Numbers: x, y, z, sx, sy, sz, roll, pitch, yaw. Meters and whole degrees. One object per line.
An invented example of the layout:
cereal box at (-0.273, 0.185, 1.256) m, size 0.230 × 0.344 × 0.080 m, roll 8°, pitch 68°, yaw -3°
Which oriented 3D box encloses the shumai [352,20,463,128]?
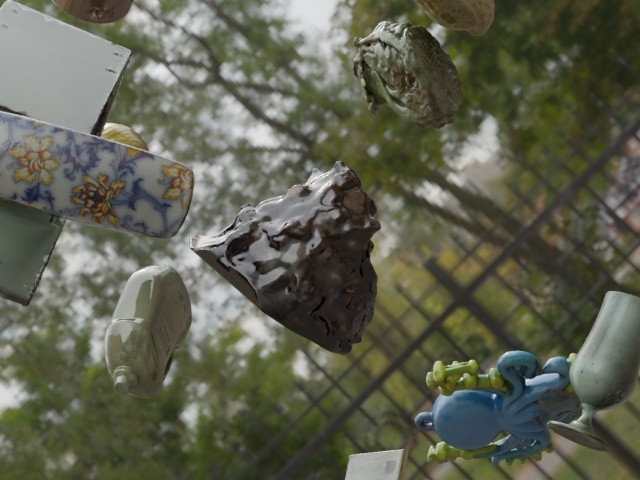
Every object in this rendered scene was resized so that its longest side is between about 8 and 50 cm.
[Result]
shumai at (0.115, -0.234, 1.915) m, size 0.142 × 0.184 × 0.184 m, roll -29°, pitch 1°, yaw 26°

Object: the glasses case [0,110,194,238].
glasses case at (-0.245, -0.064, 1.241) m, size 0.065 × 0.248 × 0.086 m, roll 101°, pitch -174°, yaw -77°

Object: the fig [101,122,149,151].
fig at (-0.343, -0.120, 2.039) m, size 0.143 × 0.160 × 0.230 m, roll -13°, pitch -16°, yaw 1°

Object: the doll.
doll at (0.330, 0.291, 2.328) m, size 0.341 × 0.098 × 0.346 m, roll -14°, pitch -42°, yaw 10°

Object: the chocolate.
chocolate at (0.000, 0.000, 1.468) m, size 0.177 × 0.224 × 0.206 m, roll -54°, pitch -30°, yaw 7°

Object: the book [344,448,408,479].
book at (0.083, 0.461, 2.245) m, size 0.138 × 0.016 × 0.198 m, roll -15°, pitch 52°, yaw 45°

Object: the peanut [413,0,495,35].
peanut at (0.180, -0.388, 1.950) m, size 0.090 × 0.214 × 0.098 m, roll -17°, pitch 41°, yaw 53°

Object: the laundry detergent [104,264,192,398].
laundry detergent at (-0.294, 0.169, 2.172) m, size 0.253 × 0.091 × 0.181 m, roll -72°, pitch -24°, yaw -53°

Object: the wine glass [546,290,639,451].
wine glass at (0.434, 0.196, 1.958) m, size 0.103 × 0.103 × 0.231 m, roll 103°, pitch -168°, yaw -77°

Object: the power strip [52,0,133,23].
power strip at (-0.375, -0.435, 2.135) m, size 0.154 × 0.154 × 0.078 m, roll -38°, pitch -13°, yaw -45°

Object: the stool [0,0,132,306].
stool at (-0.364, -0.110, 1.549) m, size 0.269 × 0.170 × 0.243 m, roll -84°, pitch 18°, yaw -58°
